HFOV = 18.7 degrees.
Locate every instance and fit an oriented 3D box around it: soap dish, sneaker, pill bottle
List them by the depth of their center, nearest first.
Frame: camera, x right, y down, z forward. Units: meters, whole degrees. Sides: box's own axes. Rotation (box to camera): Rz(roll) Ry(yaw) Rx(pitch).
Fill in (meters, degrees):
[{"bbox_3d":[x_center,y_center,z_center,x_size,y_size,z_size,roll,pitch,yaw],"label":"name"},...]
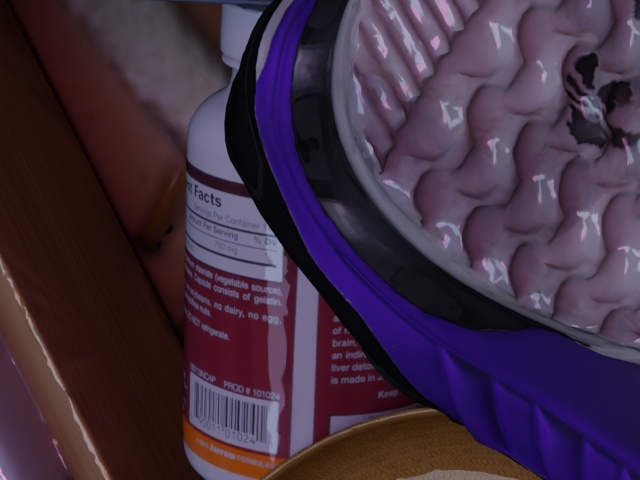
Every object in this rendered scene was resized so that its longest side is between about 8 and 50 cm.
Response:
[{"bbox_3d":[0.093,0.030,0.490,0.293,0.102,0.146,42,159,-19],"label":"sneaker"},{"bbox_3d":[0.000,0.000,0.611,0.086,0.086,0.152,15,110,37],"label":"pill bottle"},{"bbox_3d":[-0.177,0.019,0.744,0.229,0.118,0.291,-36,78,40],"label":"soap dish"}]

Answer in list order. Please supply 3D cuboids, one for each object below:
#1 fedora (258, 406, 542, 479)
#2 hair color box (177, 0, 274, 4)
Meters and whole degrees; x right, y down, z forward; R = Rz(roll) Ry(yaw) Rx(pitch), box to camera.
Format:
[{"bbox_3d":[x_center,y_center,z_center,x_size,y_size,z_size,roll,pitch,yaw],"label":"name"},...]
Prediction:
[{"bbox_3d":[0.036,0.144,0.557,0.194,0.079,0.194,6,110,17],"label":"fedora"},{"bbox_3d":[0.063,-0.155,0.501,0.374,0.113,0.185,8,106,38],"label":"hair color box"}]
